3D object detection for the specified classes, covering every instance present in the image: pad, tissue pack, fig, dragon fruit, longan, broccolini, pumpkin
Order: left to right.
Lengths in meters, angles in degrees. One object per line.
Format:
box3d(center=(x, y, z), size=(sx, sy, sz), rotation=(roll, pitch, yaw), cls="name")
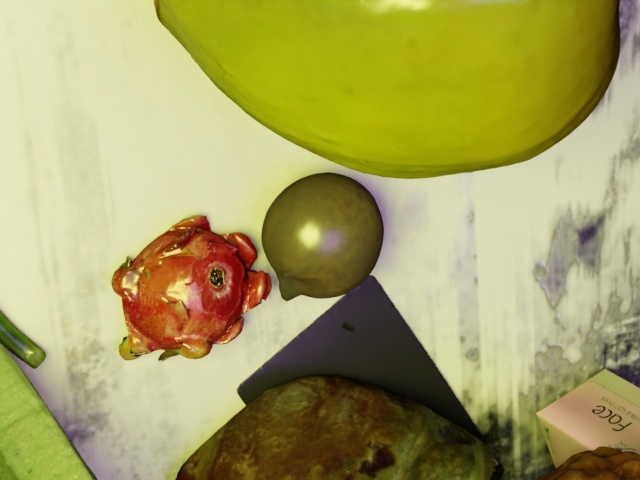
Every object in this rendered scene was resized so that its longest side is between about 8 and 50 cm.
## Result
box3d(center=(-0.280, 0.015, 0.985), size=(0.051, 0.054, 0.239), rotation=(-53, 126, -29), cls="broccolini")
box3d(center=(-0.101, 0.042, 1.067), size=(0.126, 0.068, 0.112), rotation=(-18, 112, -22), cls="dragon fruit")
box3d(center=(-0.005, 0.213, 1.096), size=(0.312, 0.169, 0.148), rotation=(-36, 110, -13), cls="pumpkin")
box3d(center=(0.000, 0.000, 1.089), size=(0.113, 0.092, 0.113), rotation=(-28, 135, -32), cls="longan")
box3d(center=(0.051, 0.174, 1.216), size=(0.159, 0.009, 0.265), rotation=(-39, 117, -10), cls="pad")
box3d(center=(0.047, -0.201, 0.934), size=(0.343, 0.343, 0.343), rotation=(-8, 108, -24), cls="fig")
box3d(center=(0.312, 0.264, 1.292), size=(0.092, 0.148, 0.246), rotation=(-30, 114, -14), cls="tissue pack")

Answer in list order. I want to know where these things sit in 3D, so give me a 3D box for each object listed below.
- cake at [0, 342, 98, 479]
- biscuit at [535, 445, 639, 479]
box3d(center=(-0.239, 0.178, 0.924), size=(0.158, 0.283, 0.172), rotation=(-34, 109, -15), cls="cake")
box3d(center=(0.131, 0.344, 1.108), size=(0.395, 0.343, 0.166), rotation=(-34, 76, -24), cls="biscuit")
